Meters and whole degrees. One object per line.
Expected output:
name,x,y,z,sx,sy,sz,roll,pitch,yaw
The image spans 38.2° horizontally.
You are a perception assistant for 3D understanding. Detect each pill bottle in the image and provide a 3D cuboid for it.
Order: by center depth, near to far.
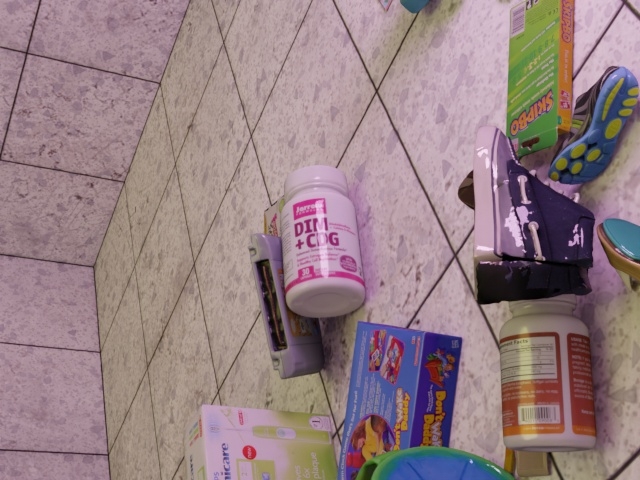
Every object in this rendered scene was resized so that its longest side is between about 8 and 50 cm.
pill bottle,0.303,0.171,1.245,0.121,0.121,0.216,-29,55,59
pill bottle,0.000,0.000,1.885,0.160,0.160,0.283,-46,42,50

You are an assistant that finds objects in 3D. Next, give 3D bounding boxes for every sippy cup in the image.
sippy cup,0.170,0.455,1.331,0.305,0.240,0.224,-98,14,-67

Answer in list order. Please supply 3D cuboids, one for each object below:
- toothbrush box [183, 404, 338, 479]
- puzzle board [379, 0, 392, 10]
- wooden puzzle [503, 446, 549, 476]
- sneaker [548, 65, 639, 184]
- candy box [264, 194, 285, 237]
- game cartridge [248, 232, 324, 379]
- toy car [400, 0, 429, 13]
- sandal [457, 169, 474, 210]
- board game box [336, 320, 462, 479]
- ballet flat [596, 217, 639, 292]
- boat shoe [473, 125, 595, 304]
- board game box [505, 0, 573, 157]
toothbrush box,-0.116,0.451,1.830,0.122,0.283,0.206,-53,36,45
puzzle board,0.148,-0.561,1.945,0.128,0.011,0.096,-64,30,33
wooden puzzle,0.303,0.301,1.327,0.116,0.014,0.078,-17,70,62
sneaker,0.379,-0.157,1.285,0.078,0.067,0.188,-81,13,-59
candy box,-0.053,-0.030,2.111,0.233,0.071,0.159,-36,50,56
game cartridge,-0.066,0.135,1.922,0.062,0.198,0.297,-16,81,23
toy car,0.186,-0.597,1.729,0.238,0.219,0.210,-57,17,-21
sandal,0.285,-0.043,1.420,0.090,0.060,0.219,-51,32,4
board game box,0.128,0.323,1.605,0.233,0.078,0.347,1,83,64
ballet flat,0.409,0.047,1.127,0.232,0.080,0.073,-129,39,-59
boat shoe,0.293,-0.042,1.287,0.340,0.158,0.127,-80,-15,-46
board game box,0.336,-0.256,1.424,0.124,0.039,0.259,-18,63,63
